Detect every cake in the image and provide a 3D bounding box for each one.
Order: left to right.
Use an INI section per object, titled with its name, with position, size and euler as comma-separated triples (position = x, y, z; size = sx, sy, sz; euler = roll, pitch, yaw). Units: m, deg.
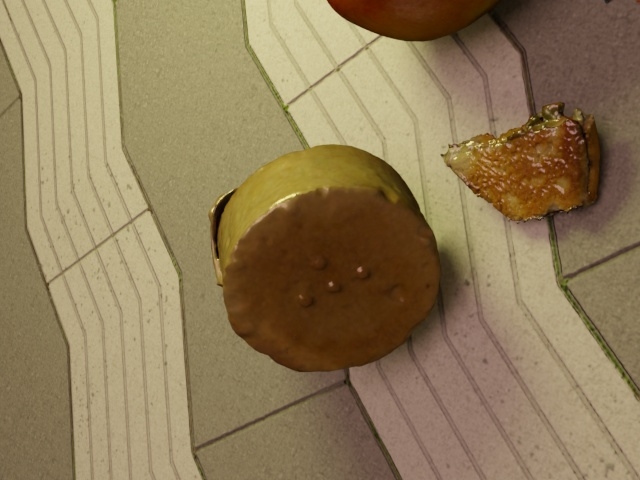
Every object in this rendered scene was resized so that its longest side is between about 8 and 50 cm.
[cake]
position = -0.002, -0.007, 1.306
size = 0.332, 0.332, 0.321
euler = -57, 23, 20

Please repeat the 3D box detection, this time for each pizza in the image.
[pizza]
position = 0.290, -0.101, 1.195
size = 0.226, 0.069, 0.147
euler = -18, 95, 41

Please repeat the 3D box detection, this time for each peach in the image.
[peach]
position = 0.145, -0.429, 1.192
size = 0.332, 0.307, 0.308
euler = 162, 109, -69

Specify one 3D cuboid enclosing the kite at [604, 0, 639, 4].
[kite]
position = 0.419, -0.350, 1.149
size = 0.090, 0.004, 0.122
euler = -43, 60, 27
